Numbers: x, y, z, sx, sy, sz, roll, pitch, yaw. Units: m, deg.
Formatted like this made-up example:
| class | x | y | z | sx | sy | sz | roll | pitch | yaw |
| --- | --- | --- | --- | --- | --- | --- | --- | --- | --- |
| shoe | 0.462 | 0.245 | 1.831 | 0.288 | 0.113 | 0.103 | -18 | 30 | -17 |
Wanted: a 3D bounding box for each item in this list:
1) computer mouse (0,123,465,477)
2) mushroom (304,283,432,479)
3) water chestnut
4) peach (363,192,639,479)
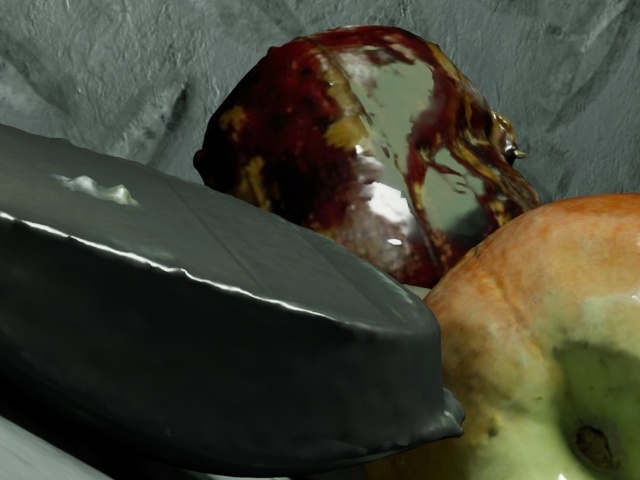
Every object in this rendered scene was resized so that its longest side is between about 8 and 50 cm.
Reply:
| class | x | y | z | sx | sy | sz | roll | pitch | yaw |
| --- | --- | --- | --- | --- | --- | --- | --- | --- | --- |
| computer mouse | -0.089 | 0.019 | 0.664 | 0.295 | 0.087 | 0.168 | 20 | 9 | -21 |
| mushroom | 0.047 | 0.101 | 1.015 | 0.188 | 0.141 | 0.117 | 20 | 25 | 34 |
| water chestnut | 0.000 | 0.000 | 1.499 | 0.347 | 0.335 | 0.335 | -8 | 9 | -14 |
| peach | 0.127 | 0.092 | 0.850 | 0.214 | 0.214 | 0.235 | 32 | -5 | 14 |
